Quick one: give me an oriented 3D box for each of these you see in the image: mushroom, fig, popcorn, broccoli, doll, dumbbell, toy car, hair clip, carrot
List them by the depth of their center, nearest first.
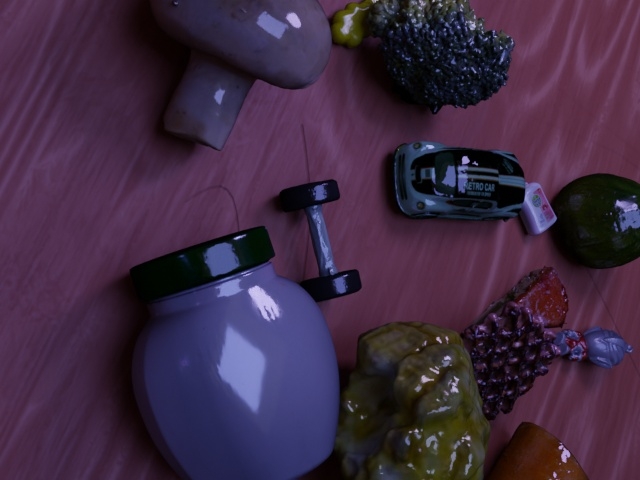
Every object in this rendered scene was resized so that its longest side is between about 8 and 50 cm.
[{"bbox_3d":[-0.141,-0.290,1.509,0.293,0.292,0.290,18,110,-31],"label":"mushroom"},{"bbox_3d":[0.161,0.298,1.569,0.292,0.294,0.334,22,74,-32],"label":"popcorn"},{"bbox_3d":[0.000,0.000,1.619,0.100,0.100,0.191,-15,92,-35],"label":"dumbbell"},{"bbox_3d":[0.358,0.509,1.729,0.214,0.193,0.331,37,61,7],"label":"carrot"},{"bbox_3d":[0.083,-0.402,1.766,0.173,0.046,0.072,-39,106,-31],"label":"hair clip"},{"bbox_3d":[0.208,-0.360,1.767,0.263,0.247,0.243,10,57,0],"label":"broccoli"},{"bbox_3d":[0.272,-0.109,1.806,0.306,0.125,0.136,2,81,-33],"label":"toy car"},{"bbox_3d":[0.603,-0.044,1.955,0.203,0.235,0.203,6,80,-38],"label":"fig"},{"bbox_3d":[0.546,0.212,1.979,0.180,0.079,0.094,6,55,-20],"label":"doll"}]

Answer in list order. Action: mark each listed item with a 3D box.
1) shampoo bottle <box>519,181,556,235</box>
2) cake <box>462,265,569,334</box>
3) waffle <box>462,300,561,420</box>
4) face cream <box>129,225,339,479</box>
[{"bbox_3d":[0.419,-0.068,1.947,0.072,0.043,0.099,-35,103,-34],"label":"shampoo bottle"},{"bbox_3d":[0.378,0.153,1.861,0.220,0.086,0.116,-40,103,-33],"label":"cake"},{"bbox_3d":[0.322,0.214,1.770,0.221,0.055,0.234,-47,130,3],"label":"waffle"},{"bbox_3d":[-0.123,0.175,1.437,0.313,0.219,0.356,-19,93,-35],"label":"face cream"}]
